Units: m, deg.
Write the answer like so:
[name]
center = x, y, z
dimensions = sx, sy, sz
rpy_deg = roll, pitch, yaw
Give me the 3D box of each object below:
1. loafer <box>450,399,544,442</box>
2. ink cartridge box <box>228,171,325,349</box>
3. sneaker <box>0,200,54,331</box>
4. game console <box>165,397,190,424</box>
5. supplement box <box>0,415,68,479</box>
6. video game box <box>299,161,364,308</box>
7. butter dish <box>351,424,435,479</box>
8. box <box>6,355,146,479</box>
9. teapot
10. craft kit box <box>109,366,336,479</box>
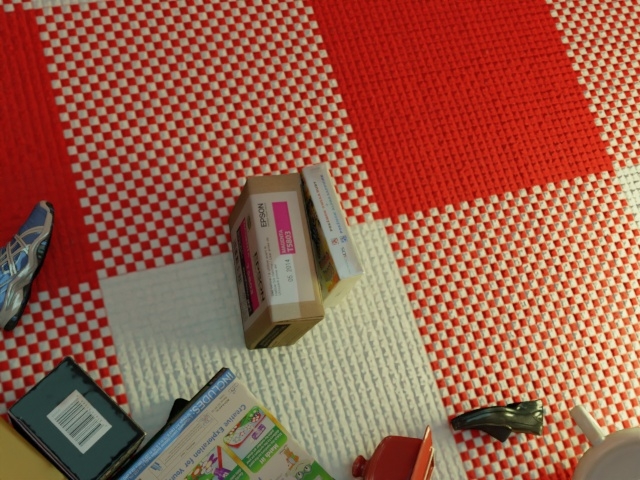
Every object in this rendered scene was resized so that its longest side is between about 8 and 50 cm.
[loafer]
center = 0.298, 0.304, 1.478
dimensions = 0.170, 0.062, 0.061
rpy_deg = -5, 77, -15
[ink cartridge box]
center = -0.075, 0.037, 1.398
dimensions = 0.088, 0.193, 0.234
rpy_deg = -5, 72, -17
[sneaker]
center = -0.465, 0.028, 1.358
dimensions = 0.081, 0.080, 0.211
rpy_deg = 21, 66, -10
[game console]
center = -0.188, 0.319, 1.368
dimensions = 0.122, 0.071, 0.107
rpy_deg = 23, 97, -6
[supplement box]
center = -0.453, 0.315, 1.197
dimensions = 0.191, 0.194, 0.129
rpy_deg = 42, 65, 2
[video game box]
center = 0.000, 0.000, 1.426
dimensions = 0.048, 0.205, 0.187
rpy_deg = -17, 76, -16
[butter dish]
center = 0.106, 0.364, 1.373
dimensions = 0.118, 0.160, 0.160
rpy_deg = 14, 66, 14
[box]
center = -0.338, 0.267, 1.239
dimensions = 0.153, 0.207, 0.108
rpy_deg = 44, 65, 4
[teapot]
center = 0.519, 0.413, 1.438
dimensions = 0.253, 0.187, 0.256
rpy_deg = 7, 85, 16
[craft kit box]
center = -0.143, 0.358, 1.302
dimensions = 0.250, 0.061, 0.246
rpy_deg = -44, 96, -17
